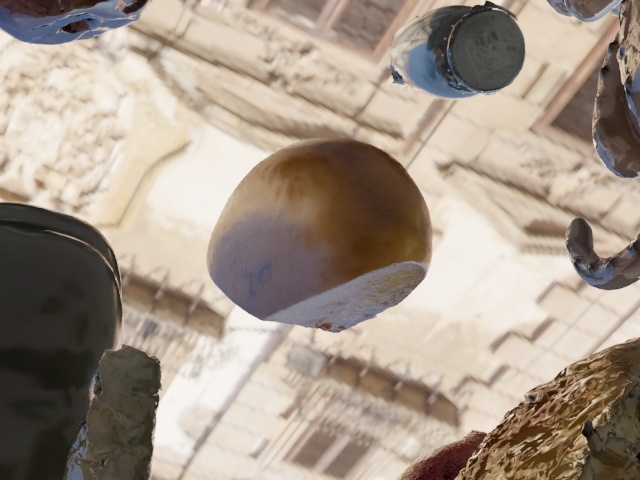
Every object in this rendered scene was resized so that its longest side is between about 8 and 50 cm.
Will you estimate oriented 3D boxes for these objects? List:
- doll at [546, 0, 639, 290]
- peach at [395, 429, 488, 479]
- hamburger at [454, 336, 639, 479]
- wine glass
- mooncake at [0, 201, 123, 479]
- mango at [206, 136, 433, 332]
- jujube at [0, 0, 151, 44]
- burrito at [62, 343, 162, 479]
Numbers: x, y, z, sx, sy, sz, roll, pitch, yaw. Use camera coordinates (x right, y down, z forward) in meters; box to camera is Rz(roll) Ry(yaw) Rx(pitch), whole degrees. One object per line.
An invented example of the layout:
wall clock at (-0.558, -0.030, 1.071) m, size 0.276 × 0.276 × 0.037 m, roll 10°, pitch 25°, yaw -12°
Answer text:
doll at (0.165, -0.108, 0.598) m, size 0.119 × 0.154 × 0.278 m, roll 26°, pitch -126°, yaw -39°
peach at (0.144, 0.330, 1.523) m, size 0.158 × 0.154 × 0.267 m, roll 7°, pitch -113°, yaw 11°
hamburger at (0.117, 0.172, 0.648) m, size 0.282 × 0.245 × 0.155 m, roll -39°, pitch -85°, yaw -4°
wine glass at (0.157, -0.222, 1.572) m, size 0.111 × 0.204 × 0.111 m, roll -2°, pitch -84°, yaw -20°
mooncake at (-0.200, 0.107, 0.865) m, size 0.135 × 0.275 × 0.275 m, roll 5°, pitch -133°, yaw -7°
mango at (0.000, 0.000, 1.341) m, size 0.201 × 0.350 × 0.199 m, roll -32°, pitch -84°, yaw -23°
jujube at (-0.322, -0.424, 1.551) m, size 0.276 × 0.276 × 0.377 m, roll -17°, pitch -89°, yaw -42°
burrito at (-0.118, 0.148, 0.704) m, size 0.045 × 0.058 × 0.188 m, roll 10°, pitch -95°, yaw -16°
